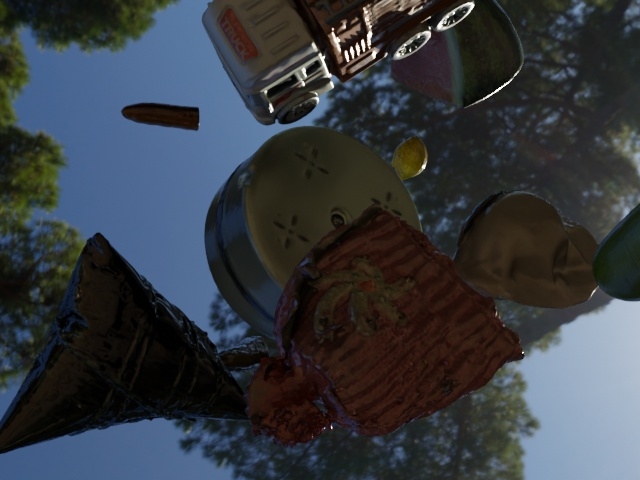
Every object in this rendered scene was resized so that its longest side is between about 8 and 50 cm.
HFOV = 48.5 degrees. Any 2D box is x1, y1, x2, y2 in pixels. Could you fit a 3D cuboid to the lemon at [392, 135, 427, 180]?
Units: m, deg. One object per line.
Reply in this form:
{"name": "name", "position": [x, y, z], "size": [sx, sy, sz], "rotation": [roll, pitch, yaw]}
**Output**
{"name": "lemon", "position": [0.170, -0.153, 1.350], "size": [0.065, 0.092, 0.065], "rotation": [20, -163, -6]}

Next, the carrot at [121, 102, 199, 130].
{"name": "carrot", "position": [-0.290, -0.230, 1.291], "size": [0.139, 0.048, 0.048], "rotation": [5, -122, -16]}

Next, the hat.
{"name": "hat", "position": [0.041, 0.102, 0.736], "size": [0.286, 0.107, 0.236], "rotation": [-35, -116, -16]}

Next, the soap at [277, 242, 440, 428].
{"name": "soap", "position": [0.133, 0.208, 1.622], "size": [0.435, 0.350, 0.213], "rotation": [-34, -102, -35]}

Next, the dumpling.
{"name": "dumpling", "position": [0.330, 0.001, 1.131], "size": [0.293, 0.205, 0.163], "rotation": [-29, -68, -38]}

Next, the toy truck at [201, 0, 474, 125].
{"name": "toy truck", "position": [0.032, -0.325, 0.951], "size": [0.173, 0.388, 0.207], "rotation": [59, -175, 9]}

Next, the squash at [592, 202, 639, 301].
{"name": "squash", "position": [0.291, -0.016, 0.568], "size": [0.066, 0.201, 0.066], "rotation": [13, -130, -15]}

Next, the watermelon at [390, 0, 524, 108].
{"name": "watermelon", "position": [0.270, -0.422, 1.561], "size": [0.283, 0.293, 0.250], "rotation": [53, -158, -8]}

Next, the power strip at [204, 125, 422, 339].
{"name": "power strip", "position": [0.000, 0.000, 1.162], "size": [0.358, 0.161, 0.357], "rotation": [14, -118, -28]}

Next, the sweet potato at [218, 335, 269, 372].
{"name": "sweet potato", "position": [-0.161, 0.246, 1.497], "size": [0.075, 0.075, 0.273], "rotation": [53, -174, 8]}

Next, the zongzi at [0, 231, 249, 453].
{"name": "zongzi", "position": [-0.358, 0.234, 1.176], "size": [0.362, 0.319, 0.383], "rotation": [-55, -38, -17]}
